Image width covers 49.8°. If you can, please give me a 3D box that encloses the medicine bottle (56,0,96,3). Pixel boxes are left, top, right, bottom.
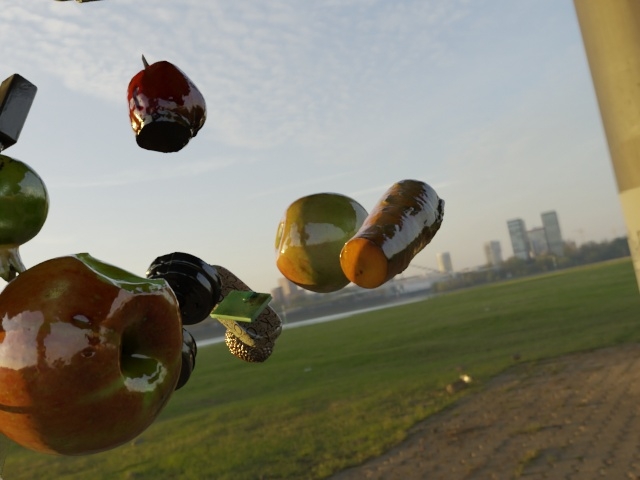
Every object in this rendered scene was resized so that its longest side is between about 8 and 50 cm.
[{"bbox_3d":[-0.575,-0.778,1.833,0.375,0.282,0.123,-11,-12,-9],"label":"medicine bottle"}]

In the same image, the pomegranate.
[{"bbox_3d":[-0.823,-0.055,1.798,0.310,0.358,0.216,-26,-8,34],"label":"pomegranate"}]

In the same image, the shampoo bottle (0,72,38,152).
[{"bbox_3d":[-0.861,-0.341,1.892,0.080,0.246,0.079,-18,-39,33],"label":"shampoo bottle"}]

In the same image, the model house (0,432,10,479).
[{"bbox_3d":[-0.896,0.512,1.634,0.321,0.266,0.261,-5,-29,13],"label":"model house"}]

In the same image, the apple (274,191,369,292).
[{"bbox_3d":[0.000,0.000,2.106,0.277,0.319,0.319,22,-18,-18],"label":"apple"}]

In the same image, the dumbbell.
[{"bbox_3d":[-0.340,0.177,1.540,0.185,0.185,0.388,-13,33,17],"label":"dumbbell"}]

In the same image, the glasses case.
[{"bbox_3d":[-0.265,0.197,2.130,0.137,0.355,0.085,-27,-37,-38],"label":"glasses case"}]

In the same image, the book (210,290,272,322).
[{"bbox_3d":[-0.195,0.160,1.714,0.135,0.017,0.103,1,36,36],"label":"book"}]

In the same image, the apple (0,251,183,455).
[{"bbox_3d":[-0.408,0.188,1.166,0.340,0.339,0.339,-11,-6,-1],"label":"apple"}]

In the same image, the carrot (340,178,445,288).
[{"bbox_3d":[0.138,-0.015,1.305,0.139,0.138,0.302,-16,16,38],"label":"carrot"}]

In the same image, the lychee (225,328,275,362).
[{"bbox_3d":[-0.232,0.311,2.261,0.165,0.197,0.165,-21,-34,-15],"label":"lychee"}]

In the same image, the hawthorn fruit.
[{"bbox_3d":[-0.376,-0.326,1.619,0.189,0.251,0.189,-28,-17,-9],"label":"hawthorn fruit"}]
